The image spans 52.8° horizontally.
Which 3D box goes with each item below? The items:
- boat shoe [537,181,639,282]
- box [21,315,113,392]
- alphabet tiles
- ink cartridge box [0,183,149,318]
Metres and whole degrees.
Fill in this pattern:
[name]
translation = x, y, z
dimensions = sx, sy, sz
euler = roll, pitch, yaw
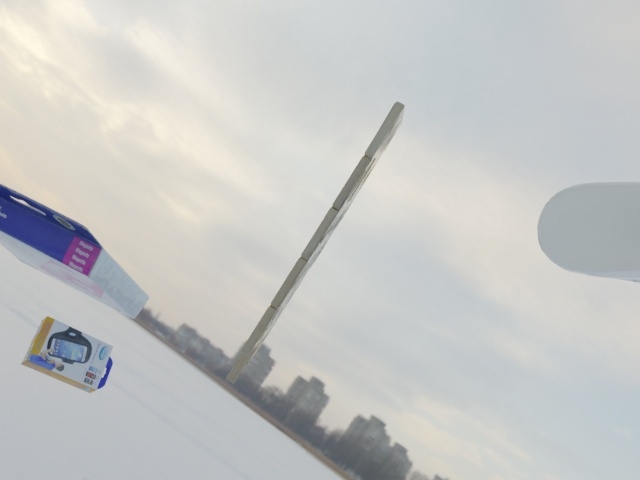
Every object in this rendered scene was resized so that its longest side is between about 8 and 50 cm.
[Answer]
[boat shoe]
translation = 0.203, 0.003, 0.313
dimensions = 0.184, 0.066, 0.063
euler = -3, -6, 42
[box]
translation = -0.398, 0.188, 1.042
dimensions = 0.136, 0.081, 0.028
euler = 32, -40, -27
[alphabet tiles]
translation = 0.000, 0.000, 0.521
dimensions = 0.009, 0.237, 0.198
euler = 33, 9, 2
[ink cartridge box]
translation = -0.529, 0.012, 1.256
dimensions = 0.324, 0.071, 0.330
euler = 24, -21, 17
